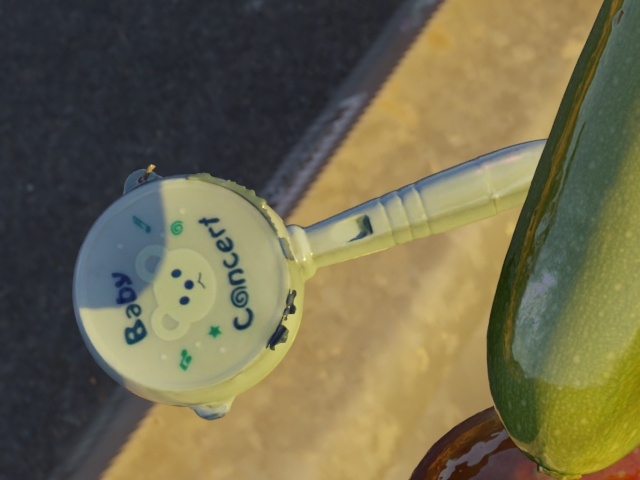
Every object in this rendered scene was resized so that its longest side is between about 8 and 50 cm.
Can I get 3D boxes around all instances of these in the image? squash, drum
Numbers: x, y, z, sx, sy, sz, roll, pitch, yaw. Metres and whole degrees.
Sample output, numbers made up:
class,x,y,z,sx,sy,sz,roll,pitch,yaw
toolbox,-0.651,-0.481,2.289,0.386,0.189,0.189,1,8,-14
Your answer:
class,x,y,z,sx,sy,sz,roll,pitch,yaw
squash,0.142,-0.067,0.625,0.094,0.094,0.341,34,104,44
drum,0.002,0.021,0.853,0.253,0.049,0.130,-4,81,4

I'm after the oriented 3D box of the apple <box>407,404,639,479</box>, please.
class,x,y,z,sx,sy,sz,roll,pitch,yaw
apple,0.126,0.164,0.865,0.168,0.181,0.181,-15,42,6
